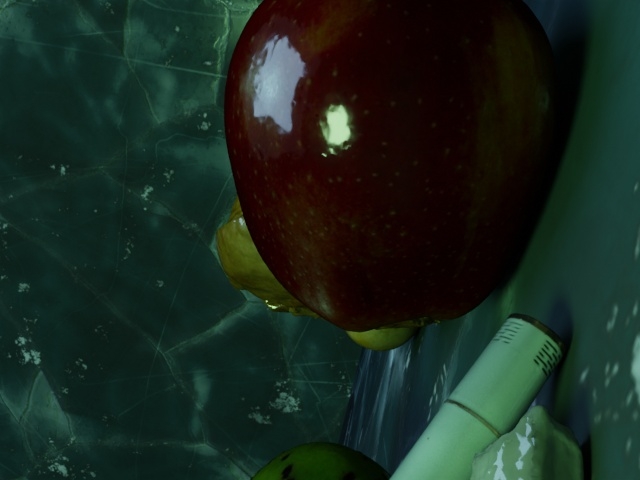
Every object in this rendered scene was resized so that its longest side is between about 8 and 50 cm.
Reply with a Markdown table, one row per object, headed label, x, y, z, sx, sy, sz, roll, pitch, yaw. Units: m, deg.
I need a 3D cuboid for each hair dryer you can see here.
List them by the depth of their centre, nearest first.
| label | x | y | z | sx | sy | sz | roll | pitch | yaw |
| --- | --- | --- | --- | --- | --- | --- | --- | --- | --- |
| hair dryer | 0.096 | 0.146 | 0.465 | 0.155 | 0.044 | 0.183 | -47 | -26 | -17 |

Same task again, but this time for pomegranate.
| label | x | y | z | sx | sy | sz | roll | pitch | yaw |
| --- | --- | --- | --- | --- | --- | --- | --- | --- | --- |
| pomegranate | 0.019 | 0.325 | 0.753 | 0.263 | 0.211 | 0.211 | 13 | -90 | -47 |

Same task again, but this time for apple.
| label | x | y | z | sx | sy | sz | roll | pitch | yaw |
| --- | --- | --- | --- | --- | --- | --- | --- | --- | --- |
| apple | 0.056 | -0.085 | 0.603 | 0.288 | 0.288 | 0.316 | -73 | -14 | -61 |

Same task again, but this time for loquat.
| label | x | y | z | sx | sy | sz | roll | pitch | yaw |
| --- | --- | --- | --- | --- | --- | --- | --- | --- | --- |
| loquat | 0.097 | 0.102 | 1.122 | 0.163 | 0.137 | 0.163 | 164 | 90 | -86 |

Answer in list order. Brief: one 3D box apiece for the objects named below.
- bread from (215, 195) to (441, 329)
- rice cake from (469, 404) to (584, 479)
| label | x | y | z | sx | sy | sz | roll | pitch | yaw |
| --- | --- | --- | --- | --- | --- | --- | --- | --- | --- |
| bread | 0.000 | 0.000 | 0.862 | 0.179 | 0.340 | 0.194 | -2 | 72 | 47 |
| rice cake | 0.086 | 0.199 | 0.298 | 0.057 | 0.052 | 0.256 | 105 | 180 | -54 |
